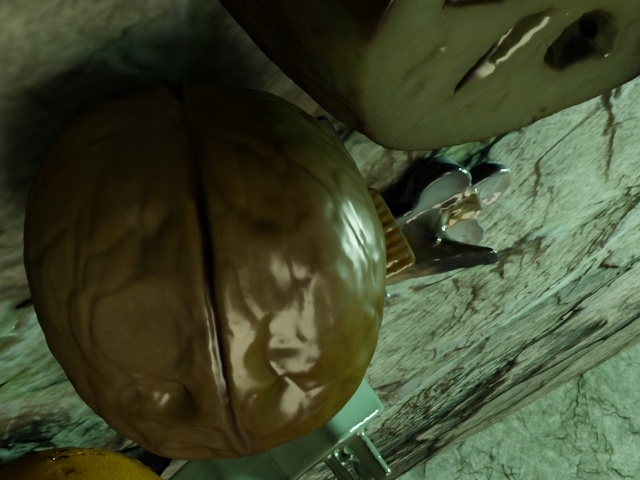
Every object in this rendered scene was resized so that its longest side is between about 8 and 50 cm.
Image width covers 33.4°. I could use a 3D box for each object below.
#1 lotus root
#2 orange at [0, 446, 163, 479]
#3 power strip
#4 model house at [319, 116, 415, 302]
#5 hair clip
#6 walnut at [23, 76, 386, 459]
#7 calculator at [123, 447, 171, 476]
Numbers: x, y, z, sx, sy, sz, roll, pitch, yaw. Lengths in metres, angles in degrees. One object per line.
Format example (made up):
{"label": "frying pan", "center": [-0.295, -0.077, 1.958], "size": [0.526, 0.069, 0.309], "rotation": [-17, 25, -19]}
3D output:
{"label": "lotus root", "center": [0.059, -0.116, 0.411], "size": [0.235, 0.119, 0.138], "rotation": [-17, 152, -35]}
{"label": "orange", "center": [-0.208, 0.290, 0.877], "size": [0.240, 0.240, 0.240], "rotation": [-26, 161, -10]}
{"label": "power strip", "center": [-0.030, 0.232, 1.117], "size": [0.229, 0.141, 0.261], "rotation": [-26, 164, -46]}
{"label": "model house", "center": [0.000, 0.000, 0.649], "size": [0.088, 0.100, 0.100], "rotation": [-30, 162, 1]}
{"label": "hair clip", "center": [0.038, 0.020, 0.816], "size": [0.257, 0.075, 0.146], "rotation": [-25, 159, 6]}
{"label": "walnut", "center": [-0.052, 0.015, 0.509], "size": [0.167, 0.167, 0.207], "rotation": [-24, 139, -16]}
{"label": "calculator", "center": [-0.277, 0.278, 1.059], "size": [0.268, 0.040, 0.177], "rotation": [-14, 154, -33]}
